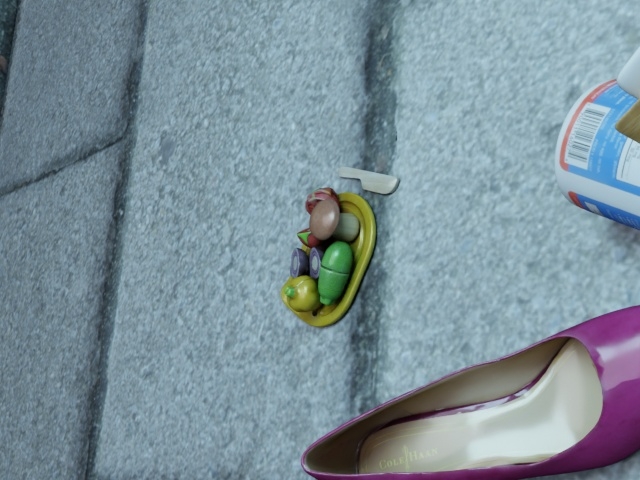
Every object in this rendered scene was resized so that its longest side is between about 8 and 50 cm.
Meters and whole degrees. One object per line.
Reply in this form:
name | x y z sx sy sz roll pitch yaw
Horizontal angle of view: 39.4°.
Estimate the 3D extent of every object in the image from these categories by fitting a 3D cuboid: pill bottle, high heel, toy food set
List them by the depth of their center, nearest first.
pill bottle | 0.313 -0.054 0.730 0.221 0.124 0.124 31 102 49
high heel | 0.159 0.155 0.797 0.377 0.181 0.127 -42 49 33
toy food set | 0.000 0.000 1.123 0.128 0.071 0.217 29 100 50

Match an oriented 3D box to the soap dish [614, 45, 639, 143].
soap dish | 0.355 -0.162 0.569 0.291 0.229 0.118 -31 79 -8
